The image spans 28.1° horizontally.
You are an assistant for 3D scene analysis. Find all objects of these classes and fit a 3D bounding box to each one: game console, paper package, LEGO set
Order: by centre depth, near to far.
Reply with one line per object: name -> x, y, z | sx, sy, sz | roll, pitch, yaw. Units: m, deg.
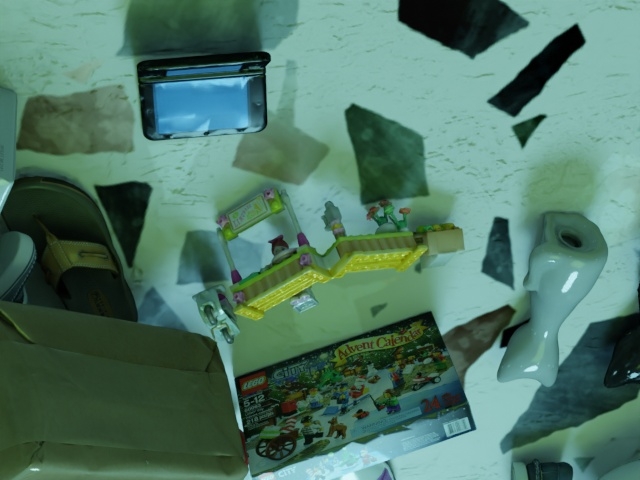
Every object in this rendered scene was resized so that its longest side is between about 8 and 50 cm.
game console -> -0.108, -0.134, 1.196 | 0.122, 0.107, 0.071 | -6, 93, -8
paper package -> -0.291, 0.210, 1.208 | 0.325, 0.168, 0.309 | -32, 153, 25
LEGO set -> 0.000, 0.000, 1.301 | 0.287, 0.107, 0.132 | -21, 157, -3

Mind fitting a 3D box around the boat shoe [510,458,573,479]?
boat shoe -> 0.278, 0.375, 1.566 | 0.079, 0.095, 0.254 | -5, 113, 5

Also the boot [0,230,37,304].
boot -> -0.311, 0.063, 1.269 | 0.086, 0.069, 0.190 | 26, 133, -30

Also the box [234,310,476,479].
box -> 0.031, 0.172, 1.353 | 0.233, 0.159, 0.044 | -19, 124, 1

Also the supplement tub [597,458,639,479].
supplement tub -> 0.446, 0.404, 1.535 | 0.193, 0.193, 0.316 | -36, 133, 12

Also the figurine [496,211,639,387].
figurine -> 0.307, 0.082, 1.398 | 0.215, 0.092, 0.209 | 3, 124, -11

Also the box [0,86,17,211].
box -> -0.357, -0.041, 1.138 | 0.119, 0.182, 0.181 | 19, 116, -23

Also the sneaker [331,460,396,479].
sneaker -> 0.058, 0.368, 1.478 | 0.102, 0.161, 0.282 | -12, 121, -2

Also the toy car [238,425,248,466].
toy car -> -0.143, 0.254, 1.396 | 0.136, 0.159, 0.182 | -11, 131, -48

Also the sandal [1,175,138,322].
sandal -> -0.245, 0.030, 1.272 | 0.090, 0.060, 0.219 | -18, 122, 1
